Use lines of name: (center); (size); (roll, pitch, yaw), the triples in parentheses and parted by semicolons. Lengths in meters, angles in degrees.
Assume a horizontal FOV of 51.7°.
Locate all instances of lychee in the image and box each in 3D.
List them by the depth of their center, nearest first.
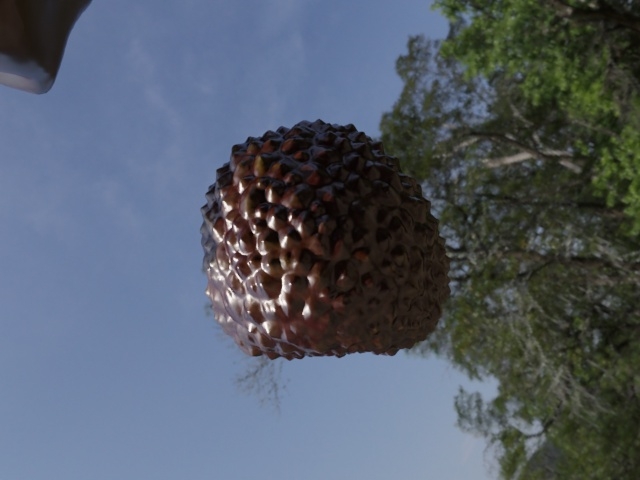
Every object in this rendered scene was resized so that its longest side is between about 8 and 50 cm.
lychee: (0.000, 0.000, 0.503); (0.188, 0.188, 0.188); (-38, -34, -32)

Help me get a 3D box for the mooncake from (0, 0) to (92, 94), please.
mooncake: (-0.302, -0.315, 0.630); (0.334, 0.174, 0.325); (155, 127, -83)
